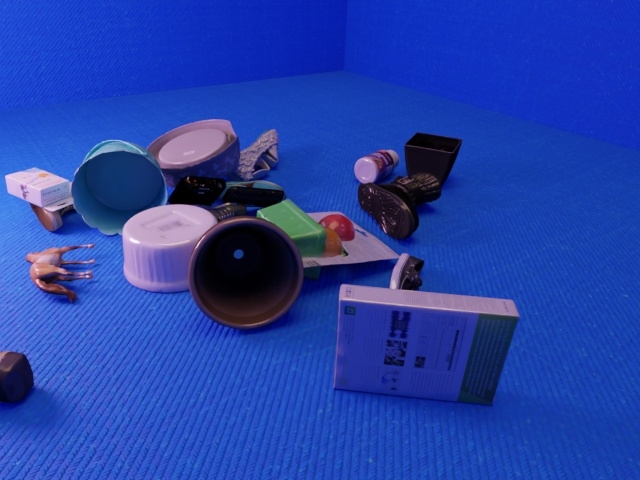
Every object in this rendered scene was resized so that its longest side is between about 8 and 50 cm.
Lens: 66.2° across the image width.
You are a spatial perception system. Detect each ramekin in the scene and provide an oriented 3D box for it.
[{"bbox_3d":[-0.404,0.010,1.347,0.277,0.135,0.277,2,29,-1],"label":"ramekin"}]

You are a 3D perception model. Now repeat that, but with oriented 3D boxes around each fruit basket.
[{"bbox_3d":[0.000,0.000,1.419,0.353,0.165,0.327,1,26,-36],"label":"fruit basket"}]

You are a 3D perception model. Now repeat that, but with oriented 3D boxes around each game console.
[{"bbox_3d":[-0.301,-0.141,1.613,0.361,0.043,0.213,2,-18,-30],"label":"game console"}]

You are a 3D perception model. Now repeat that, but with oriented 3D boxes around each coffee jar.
[{"bbox_3d":[-0.652,0.255,0.937,0.185,0.096,0.079,4,32,4],"label":"coffee jar"}]

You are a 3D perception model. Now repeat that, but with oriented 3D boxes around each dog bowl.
[{"bbox_3d":[-0.450,-0.312,1.774,0.349,0.102,0.348,-9,39,7],"label":"dog bowl"}]

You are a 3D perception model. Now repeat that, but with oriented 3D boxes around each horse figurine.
[{"bbox_3d":[-0.690,0.073,1.288,0.175,0.066,0.263,-4,27,-22],"label":"horse figurine"}]

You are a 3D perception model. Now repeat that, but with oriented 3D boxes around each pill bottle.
[{"bbox_3d":[0.232,-0.301,1.963,0.108,0.108,0.193,23,36,32],"label":"pill bottle"}]

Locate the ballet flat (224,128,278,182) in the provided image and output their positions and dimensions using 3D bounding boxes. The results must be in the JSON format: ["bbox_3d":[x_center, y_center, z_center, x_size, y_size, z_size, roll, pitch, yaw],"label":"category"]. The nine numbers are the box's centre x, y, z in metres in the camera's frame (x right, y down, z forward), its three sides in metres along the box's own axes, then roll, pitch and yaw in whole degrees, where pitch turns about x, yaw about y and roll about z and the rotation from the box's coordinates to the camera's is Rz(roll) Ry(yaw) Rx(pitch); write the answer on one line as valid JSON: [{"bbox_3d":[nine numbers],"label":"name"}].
[{"bbox_3d":[-0.251,-0.325,1.987,0.147,0.147,0.409,13,34,18],"label":"ballet flat"}]

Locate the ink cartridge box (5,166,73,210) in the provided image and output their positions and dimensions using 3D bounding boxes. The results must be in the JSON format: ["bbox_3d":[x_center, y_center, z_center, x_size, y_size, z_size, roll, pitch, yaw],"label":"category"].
[{"bbox_3d":[-0.844,-0.158,1.495,0.181,0.061,0.104,21,31,16],"label":"ink cartridge box"}]

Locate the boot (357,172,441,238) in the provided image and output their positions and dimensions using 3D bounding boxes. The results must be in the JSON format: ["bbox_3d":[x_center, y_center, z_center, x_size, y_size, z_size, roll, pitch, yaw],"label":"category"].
[{"bbox_3d":[0.305,-0.131,1.648,0.260,0.131,0.348,-8,31,-18],"label":"boot"}]

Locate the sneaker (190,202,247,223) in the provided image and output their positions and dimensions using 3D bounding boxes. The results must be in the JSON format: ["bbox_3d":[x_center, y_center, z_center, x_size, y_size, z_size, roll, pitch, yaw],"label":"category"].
[{"bbox_3d":[-0.328,-0.071,1.579,0.192,0.064,0.086,-2,45,-17],"label":"sneaker"}]

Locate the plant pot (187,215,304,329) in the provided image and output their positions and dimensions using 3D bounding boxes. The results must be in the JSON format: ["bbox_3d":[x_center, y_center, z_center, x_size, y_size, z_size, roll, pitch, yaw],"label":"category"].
[{"bbox_3d":[-0.194,0.057,1.204,0.263,0.263,0.229,-6,13,-15],"label":"plant pot"}]

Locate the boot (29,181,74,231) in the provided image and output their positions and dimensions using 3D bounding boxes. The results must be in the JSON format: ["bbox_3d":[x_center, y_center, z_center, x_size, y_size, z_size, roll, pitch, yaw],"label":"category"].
[{"bbox_3d":[-0.821,-0.124,1.602,0.203,0.095,0.262,-18,33,-35],"label":"boot"}]

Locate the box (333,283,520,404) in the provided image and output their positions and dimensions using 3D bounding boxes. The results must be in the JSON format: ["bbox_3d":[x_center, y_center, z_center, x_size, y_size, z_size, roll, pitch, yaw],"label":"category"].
[{"bbox_3d":[0.190,0.205,0.948,0.322,0.232,0.058,6,31,5],"label":"box"}]

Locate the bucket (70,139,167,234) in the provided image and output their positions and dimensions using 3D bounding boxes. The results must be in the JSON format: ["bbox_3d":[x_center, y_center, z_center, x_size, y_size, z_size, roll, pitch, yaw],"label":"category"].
[{"bbox_3d":[-0.618,-0.173,1.531,0.281,0.281,0.183,-7,25,-15],"label":"bucket"}]

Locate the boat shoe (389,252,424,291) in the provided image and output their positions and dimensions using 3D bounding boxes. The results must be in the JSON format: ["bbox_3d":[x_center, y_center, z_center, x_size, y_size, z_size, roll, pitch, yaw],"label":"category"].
[{"bbox_3d":[0.231,0.103,1.294,0.076,0.080,0.228,10,23,16],"label":"boat shoe"}]

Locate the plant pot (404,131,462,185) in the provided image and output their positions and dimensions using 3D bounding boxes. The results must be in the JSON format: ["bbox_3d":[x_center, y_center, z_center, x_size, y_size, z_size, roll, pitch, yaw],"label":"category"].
[{"bbox_3d":[0.435,-0.311,1.938,0.188,0.166,0.187,15,32,20],"label":"plant pot"}]

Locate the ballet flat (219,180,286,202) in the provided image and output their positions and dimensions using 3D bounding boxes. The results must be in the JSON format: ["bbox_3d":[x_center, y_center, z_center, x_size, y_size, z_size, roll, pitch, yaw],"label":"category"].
[{"bbox_3d":[-0.244,-0.177,1.748,0.247,0.083,0.087,3,16,-3],"label":"ballet flat"}]
